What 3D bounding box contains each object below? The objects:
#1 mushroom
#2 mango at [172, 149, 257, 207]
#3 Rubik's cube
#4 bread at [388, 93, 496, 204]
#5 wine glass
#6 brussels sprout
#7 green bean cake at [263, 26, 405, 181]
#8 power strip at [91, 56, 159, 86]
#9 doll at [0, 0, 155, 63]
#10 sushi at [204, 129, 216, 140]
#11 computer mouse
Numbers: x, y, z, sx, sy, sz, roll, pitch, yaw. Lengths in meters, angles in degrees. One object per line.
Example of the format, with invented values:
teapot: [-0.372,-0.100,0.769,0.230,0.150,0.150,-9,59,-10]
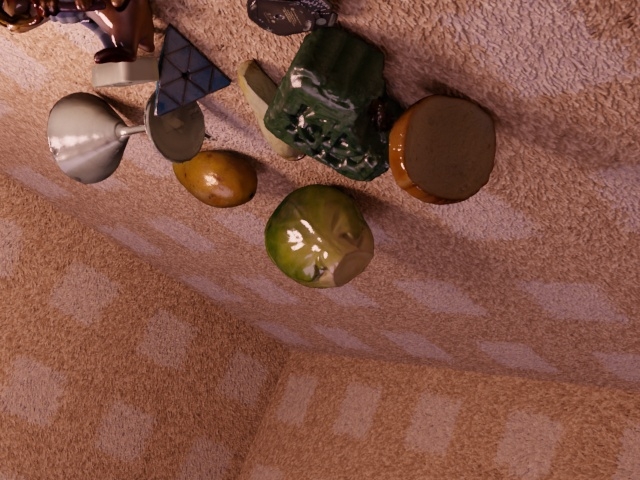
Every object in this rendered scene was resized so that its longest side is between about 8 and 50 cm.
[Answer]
mushroom: [-0.111,-0.304,1.823,0.107,0.087,0.333,15,156,22]
mango: [-0.327,-0.184,2.245,0.329,0.175,0.177,2,106,45]
Rubik's cube: [-0.327,-0.359,1.786,0.190,0.178,0.211,23,161,-7]
bread: [0.249,-0.185,1.527,0.236,0.236,0.070,28,165,-14]
wine glass: [-0.524,-0.300,2.061,0.406,0.267,0.267,0,150,37]
brussels sprout: [0.000,-0.005,2.130,0.281,0.289,0.354,44,178,-44]
green bean cake: [0.053,-0.277,1.594,0.300,0.169,0.308,27,158,-9]
power strip: [-0.488,-0.410,1.837,0.091,0.062,0.385,-8,-168,-26]
doll: [-0.525,-0.497,1.595,0.339,0.209,0.318,18,175,-5]
sushi: [-0.383,-0.315,2.161,0.120,0.026,0.126,7,155,35]
computer mouse: [-0.055,-0.447,1.435,0.192,0.062,0.106,6,153,25]
